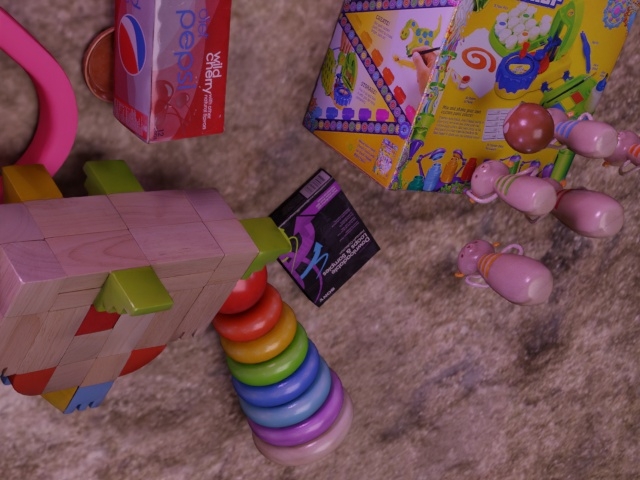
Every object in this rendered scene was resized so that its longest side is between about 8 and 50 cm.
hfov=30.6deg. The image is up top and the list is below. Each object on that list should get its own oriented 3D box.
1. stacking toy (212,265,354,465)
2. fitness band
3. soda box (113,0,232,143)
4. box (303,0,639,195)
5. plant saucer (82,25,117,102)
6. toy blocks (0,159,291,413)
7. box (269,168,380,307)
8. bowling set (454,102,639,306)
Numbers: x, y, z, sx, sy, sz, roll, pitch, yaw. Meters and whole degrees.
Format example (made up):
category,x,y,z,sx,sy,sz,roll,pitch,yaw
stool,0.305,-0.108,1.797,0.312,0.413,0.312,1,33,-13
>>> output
category,x,y,z,sx,sy,sz,roll,pitch,yaw
stacking toy,-0.071,0.127,1.450,0.141,0.141,0.330,-35,128,-15
fitness band,-0.353,-0.128,1.079,0.209,0.054,0.291,-48,138,-2
soda box,-0.143,-0.233,1.138,0.092,0.083,0.263,-12,121,-35
box,0.179,-0.211,1.362,0.290,0.177,0.279,2,117,-39
plant saucer,-0.204,-0.180,1.192,0.083,0.013,0.083,-22,131,-28
toy blocks,-0.250,0.076,1.217,0.381,0.191,0.261,-8,143,-45
box,0.000,0.000,1.474,0.116,0.029,0.162,-43,138,-6
bowling set,0.250,-0.087,1.301,0.287,0.154,0.200,-37,116,-11
